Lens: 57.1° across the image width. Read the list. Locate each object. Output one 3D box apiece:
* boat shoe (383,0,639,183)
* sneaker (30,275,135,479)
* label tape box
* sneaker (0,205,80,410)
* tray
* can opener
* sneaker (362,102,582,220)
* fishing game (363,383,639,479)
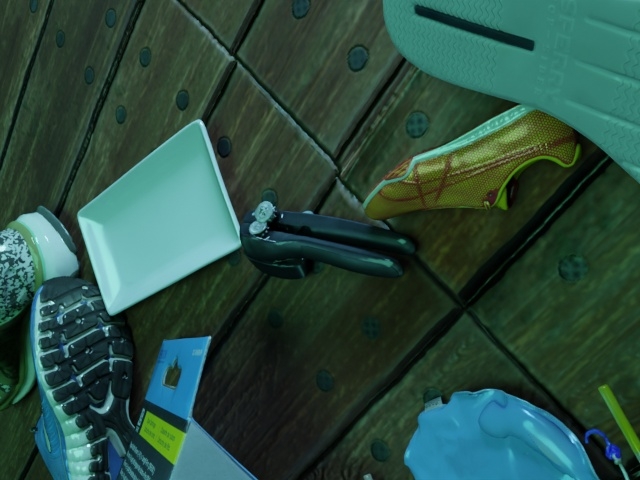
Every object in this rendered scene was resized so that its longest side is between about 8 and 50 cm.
[{"bbox_3d":[0.190,-0.113,0.322,0.335,0.119,0.121,39,152,29],"label":"boat shoe"},{"bbox_3d":[-0.321,0.211,0.759,0.147,0.130,0.330,-10,91,36],"label":"sneaker"},{"bbox_3d":[-0.141,0.269,0.563,0.241,0.106,0.333,-21,49,64],"label":"label tape box"},{"bbox_3d":[-0.508,0.122,0.854,0.158,0.182,0.410,46,121,23],"label":"sneaker"},{"bbox_3d":[-0.190,-0.016,0.688,0.270,0.030,0.145,-26,80,37],"label":"tray"},{"bbox_3d":[0.000,0.000,0.537,0.186,0.073,0.059,3,60,34],"label":"can opener"},{"bbox_3d":[0.104,-0.044,0.440,0.175,0.064,0.067,-24,92,40],"label":"sneaker"},{"bbox_3d":[0.144,0.206,0.460,0.264,0.041,0.189,-45,62,39],"label":"fishing game"}]
